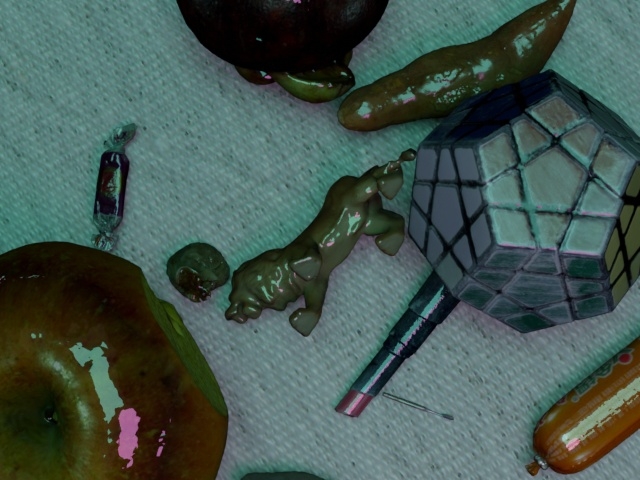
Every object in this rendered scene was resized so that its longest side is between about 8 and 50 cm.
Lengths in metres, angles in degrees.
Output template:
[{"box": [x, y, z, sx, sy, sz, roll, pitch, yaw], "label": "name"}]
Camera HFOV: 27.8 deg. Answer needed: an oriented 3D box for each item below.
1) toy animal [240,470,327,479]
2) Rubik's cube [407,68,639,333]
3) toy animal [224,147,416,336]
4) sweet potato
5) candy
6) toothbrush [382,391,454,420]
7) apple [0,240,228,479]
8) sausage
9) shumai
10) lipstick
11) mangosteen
[{"box": [0.018, 0.343, 1.605, 0.252, 0.070, 0.079, 19, 81, 9], "label": "toy animal"}, {"box": [0.263, -0.048, 1.571, 0.319, 0.319, 0.264, -31, 108, -4], "label": "Rubik's cube"}, {"box": [0.000, 0.000, 1.622, 0.312, 0.157, 0.097, -46, 122, 0], "label": "toy animal"}, {"box": [0.191, -0.213, 1.687, 0.354, 0.095, 0.106, -27, 126, -2], "label": "sweet potato"}, {"box": [-0.272, -0.071, 1.694, 0.045, 0.043, 0.175, 4, 81, 11], "label": "candy"}, {"box": [0.126, 0.213, 1.661, 0.097, 0.008, 0.006, 19, 68, 5], "label": "toothbrush"}, {"box": [-0.278, 0.194, 1.506, 0.374, 0.374, 0.384, -1, 86, 1], "label": "apple"}, {"box": [0.380, 0.192, 1.620, 0.312, 0.093, 0.093, -37, 82, -4], "label": "sausage"}, {"box": [-0.162, 0.037, 1.656, 0.083, 0.080, 0.082, 19, 80, 6], "label": "shumai"}, {"box": [0.099, 0.132, 1.654, 0.053, 0.053, 0.234, 40, 86, 6], "label": "lipstick"}, {"box": [-0.046, -0.323, 1.631, 0.288, 0.288, 0.288, 0, 81, 1], "label": "mangosteen"}]
